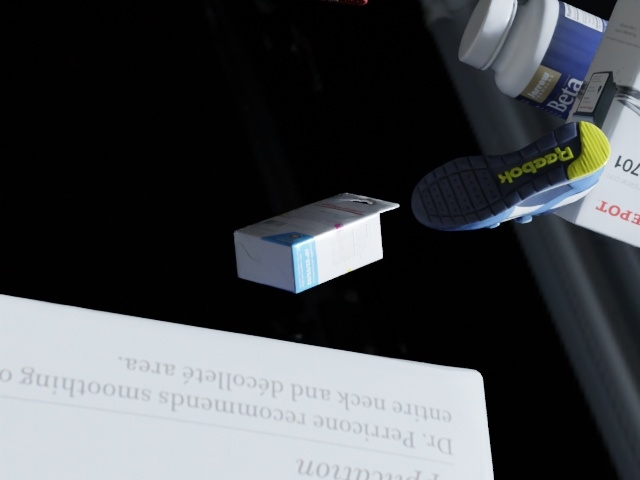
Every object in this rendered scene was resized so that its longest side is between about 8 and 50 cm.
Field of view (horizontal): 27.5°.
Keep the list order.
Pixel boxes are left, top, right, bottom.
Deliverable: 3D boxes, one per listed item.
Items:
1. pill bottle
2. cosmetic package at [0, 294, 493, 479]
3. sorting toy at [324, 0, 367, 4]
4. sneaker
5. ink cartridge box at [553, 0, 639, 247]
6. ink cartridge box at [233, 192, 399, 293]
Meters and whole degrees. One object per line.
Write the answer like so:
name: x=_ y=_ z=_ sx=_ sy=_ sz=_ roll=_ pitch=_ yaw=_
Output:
pill bottle: x=0.213 y=-0.159 z=1.153 sx=0.094 sy=0.169 sz=0.094 roll=-159 pitch=-90 yaw=-83
cosmetic package: x=-0.108 y=0.285 z=0.689 sx=0.327 sy=0.330 sz=0.393 roll=123 pitch=-26 yaw=-51
sorting toy: x=-0.014 y=-0.355 z=1.590 sx=0.257 sy=0.256 sz=0.089 roll=-169 pitch=-91 yaw=-74
sneaker: x=0.137 y=-0.036 z=0.933 sx=0.144 sy=0.059 sz=0.053 roll=-16 pitch=-112 yaw=4
ink cartridge box: x=0.271 y=-0.087 z=1.007 sx=0.082 sy=0.140 sz=0.190 roll=-135 pitch=-115 yaw=-70
ink cartridge box: x=0.000 y=0.000 z=1.549 sx=0.104 sy=0.181 sz=0.061 roll=14 pitch=-63 yaw=45
